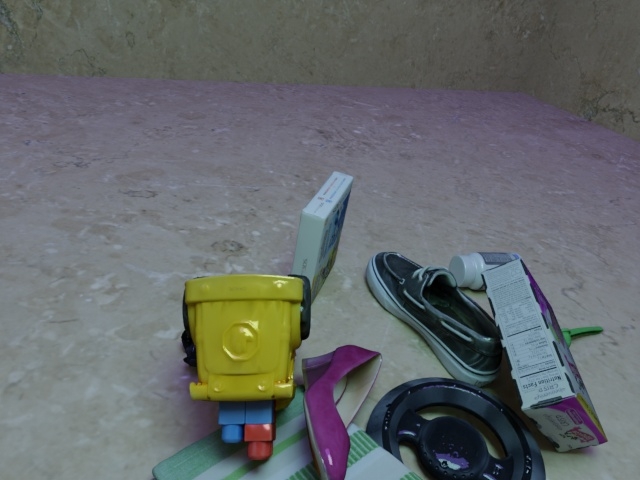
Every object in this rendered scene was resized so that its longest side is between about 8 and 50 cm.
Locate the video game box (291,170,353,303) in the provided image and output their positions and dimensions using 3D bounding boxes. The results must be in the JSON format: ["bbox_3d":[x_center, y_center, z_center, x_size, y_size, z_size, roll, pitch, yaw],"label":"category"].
[{"bbox_3d":[0.000,0.000,0.875,0.048,0.205,0.187,19,33,12],"label":"video game box"}]

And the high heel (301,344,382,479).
[{"bbox_3d":[0.040,0.203,0.590,0.117,0.082,0.244,-9,9,-2],"label":"high heel"}]

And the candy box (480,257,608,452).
[{"bbox_3d":[0.322,0.163,0.702,0.071,0.159,0.233,-27,39,25],"label":"candy box"}]

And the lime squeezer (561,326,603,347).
[{"bbox_3d":[0.421,0.195,0.817,0.110,0.059,0.310,25,34,24],"label":"lime squeezer"}]

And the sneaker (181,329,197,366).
[{"bbox_3d":[-0.170,0.137,0.747,0.085,0.058,0.152,13,37,-11],"label":"sneaker"}]

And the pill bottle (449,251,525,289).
[{"bbox_3d":[0.343,0.063,0.987,0.137,0.078,0.078,1,32,-14],"label":"pill bottle"}]

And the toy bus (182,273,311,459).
[{"bbox_3d":[-0.082,0.157,0.600,0.149,0.220,0.211,-3,72,-1],"label":"toy bus"}]

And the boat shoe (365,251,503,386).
[{"bbox_3d":[0.204,0.100,0.850,0.121,0.119,0.335,-11,37,-30],"label":"boat shoe"}]

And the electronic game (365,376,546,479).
[{"bbox_3d":[0.172,0.275,0.625,0.229,0.048,0.229,1,36,0],"label":"electronic game"}]

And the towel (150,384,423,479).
[{"bbox_3d":[-0.008,0.296,0.512,0.248,0.038,0.325,-18,29,-38],"label":"towel"}]
